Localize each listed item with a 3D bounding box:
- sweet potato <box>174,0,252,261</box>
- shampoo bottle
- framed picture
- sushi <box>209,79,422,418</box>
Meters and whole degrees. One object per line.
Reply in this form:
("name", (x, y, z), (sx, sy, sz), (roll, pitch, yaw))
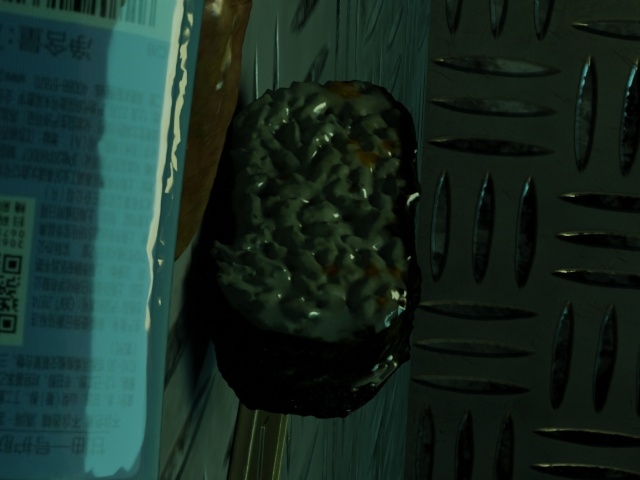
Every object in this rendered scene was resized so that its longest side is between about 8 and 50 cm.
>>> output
("sweet potato", (-0.071, -0.083, 0.575), (0.097, 0.097, 0.252), (-77, 173, -47))
("shampoo bottle", (-0.092, 0.017, 0.454), (0.061, 0.103, 0.258), (2, -94, 61))
("framed picture", (-0.047, 0.171, 1.199), (0.184, 0.016, 0.250), (79, 18, -66))
("sushi", (0.000, 0.000, 0.994), (0.225, 0.136, 0.126), (-84, -178, -46))
